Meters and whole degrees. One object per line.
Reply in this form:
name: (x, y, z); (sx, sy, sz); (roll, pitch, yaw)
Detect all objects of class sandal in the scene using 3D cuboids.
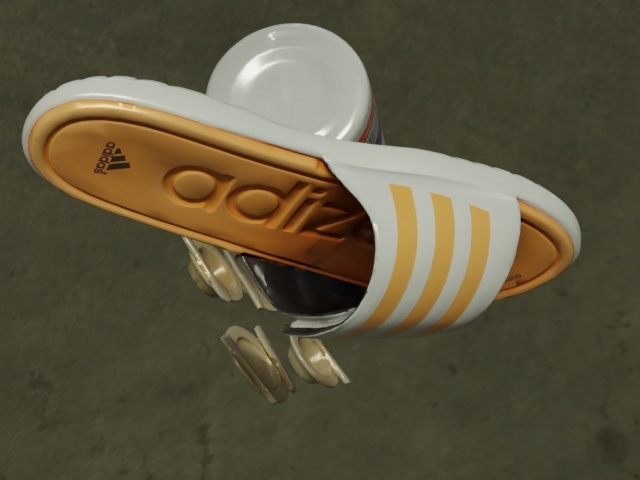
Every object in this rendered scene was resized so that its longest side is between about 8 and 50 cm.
sandal: (-0.005, 0.006, 0.513); (0.265, 0.102, 0.076); (13, 51, -20)

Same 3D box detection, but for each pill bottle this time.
pill bottle: (-0.008, -0.059, 0.803); (0.108, 0.193, 0.108); (-3, 69, 8)

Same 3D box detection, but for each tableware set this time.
tableware set: (-0.044, 0.055, 0.840); (0.141, 0.020, 0.168); (56, 15, 14)
